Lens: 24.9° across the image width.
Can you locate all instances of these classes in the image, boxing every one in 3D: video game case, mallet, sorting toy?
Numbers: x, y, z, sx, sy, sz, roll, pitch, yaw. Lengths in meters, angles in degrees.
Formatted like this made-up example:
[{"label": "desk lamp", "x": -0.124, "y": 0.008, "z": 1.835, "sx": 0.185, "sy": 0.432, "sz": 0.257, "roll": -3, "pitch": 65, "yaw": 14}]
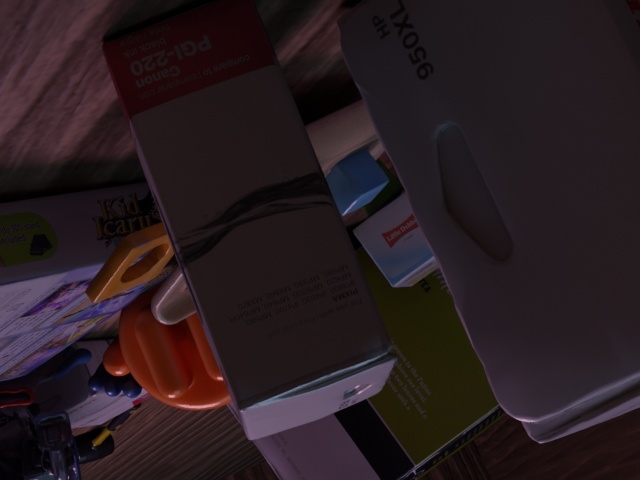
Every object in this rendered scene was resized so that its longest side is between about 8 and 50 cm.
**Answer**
[{"label": "video game case", "x": -0.249, "y": 0.049, "z": 1.049, "sx": 0.269, "sy": 0.061, "sz": 0.244, "roll": -33, "pitch": 166, "yaw": 38}, {"label": "mallet", "x": -0.281, "y": 0.257, "z": 1.989, "sx": 0.062, "sy": 0.039, "sz": 0.189, "roll": -10, "pitch": 159, "yaw": -44}, {"label": "sorting toy", "x": -0.019, "y": -0.016, "z": 1.039, "sx": 0.347, "sy": 0.047, "sz": 0.196, "roll": -29, "pitch": 164, "yaw": -38}]

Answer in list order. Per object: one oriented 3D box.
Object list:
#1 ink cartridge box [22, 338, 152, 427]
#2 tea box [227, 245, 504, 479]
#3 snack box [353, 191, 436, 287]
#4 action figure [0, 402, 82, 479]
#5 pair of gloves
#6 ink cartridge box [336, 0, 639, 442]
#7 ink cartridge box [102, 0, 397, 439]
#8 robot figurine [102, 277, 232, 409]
[{"label": "ink cartridge box", "x": -0.243, "y": 0.150, "z": 1.508, "sx": 0.109, "sy": 0.063, "sz": 0.150, "roll": -29, "pitch": 166, "yaw": 22}, {"label": "tea box", "x": 0.078, "y": 0.146, "z": 1.586, "sx": 0.323, "sy": 0.220, "sz": 0.329, "roll": -35, "pitch": 169, "yaw": -5}, {"label": "snack box", "x": 0.130, "y": -0.035, "z": 1.242, "sx": 0.187, "sy": 0.060, "sz": 0.322, "roll": -35, "pitch": 175, "yaw": 4}, {"label": "action figure", "x": -0.295, "y": 0.281, "z": 1.309, "sx": 0.178, "sy": 0.330, "sz": 0.341, "roll": 0, "pitch": 143, "yaw": -6}, {"label": "pair of gloves", "x": -0.211, "y": 0.118, "z": 1.311, "sx": 0.198, "sy": 0.023, "sz": 0.159, "roll": -4, "pitch": -167, "yaw": 3}, {"label": "ink cartridge box", "x": 0.230, "y": -0.058, "z": 0.951, "sx": 0.166, "sy": 0.285, "sz": 0.395, "roll": -33, "pitch": 165, "yaw": 35}, {"label": "ink cartridge box", "x": -0.040, "y": -0.006, "z": 0.825, "sx": 0.092, "sy": 0.218, "sz": 0.158, "roll": -22, "pitch": 168, "yaw": -6}, {"label": "robot figurine", "x": -0.092, "y": 0.065, "z": 1.203, "sx": 0.158, "sy": 0.128, "sz": 0.219, "roll": -59, "pitch": -179, "yaw": 11}]
